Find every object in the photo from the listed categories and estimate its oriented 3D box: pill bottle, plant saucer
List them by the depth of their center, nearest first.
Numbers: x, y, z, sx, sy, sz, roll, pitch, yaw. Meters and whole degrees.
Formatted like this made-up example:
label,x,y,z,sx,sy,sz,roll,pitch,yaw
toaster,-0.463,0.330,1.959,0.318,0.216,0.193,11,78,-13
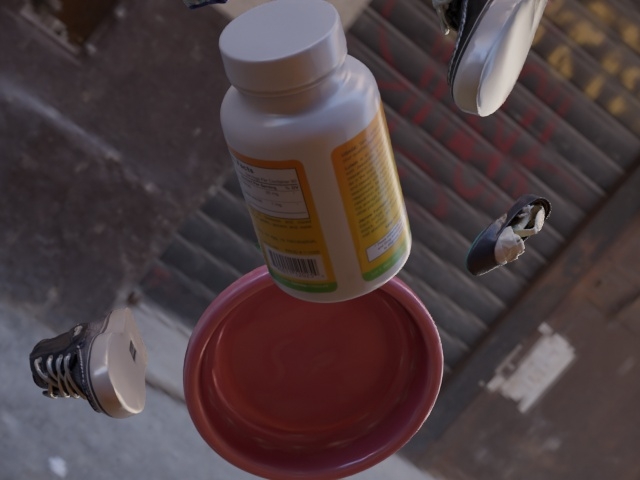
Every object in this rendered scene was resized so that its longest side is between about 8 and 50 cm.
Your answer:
label,x,y,z,sx,sy,sz,roll,pitch,yaw
pill bottle,-0.008,-0.078,1.115,0.136,0.136,0.245,-125,-165,-51
plant saucer,-0.012,0.157,1.664,0.332,0.332,0.084,35,17,-23

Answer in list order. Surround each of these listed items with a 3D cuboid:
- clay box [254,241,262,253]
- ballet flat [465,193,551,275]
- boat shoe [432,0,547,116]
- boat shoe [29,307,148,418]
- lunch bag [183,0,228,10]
label,x,y,z,sx,sy,sz,roll,pitch,yaw
clay box,0.000,0.000,2.017,0.127,0.222,0.053,44,55,-12
ballet flat,0.319,-0.011,2.151,0.074,0.203,0.074,29,-37,25
boat shoe,0.169,-0.248,1.337,0.105,0.306,0.113,13,-35,17
boat shoe,-0.346,0.197,1.877,0.340,0.158,0.127,-111,180,-82
lunch bag,-0.159,-0.417,1.787,0.096,0.151,0.129,-2,-39,40
